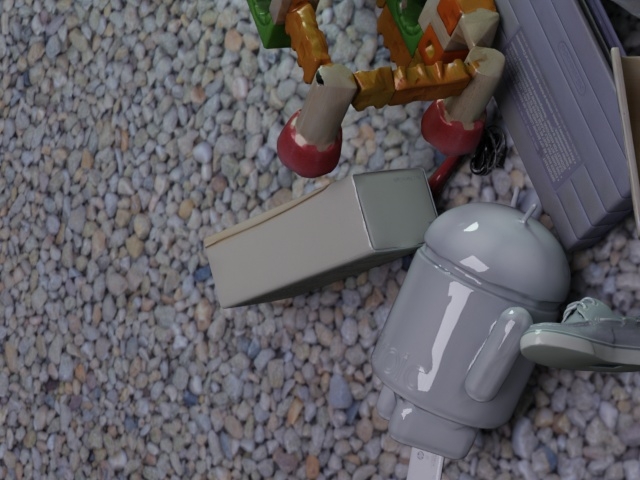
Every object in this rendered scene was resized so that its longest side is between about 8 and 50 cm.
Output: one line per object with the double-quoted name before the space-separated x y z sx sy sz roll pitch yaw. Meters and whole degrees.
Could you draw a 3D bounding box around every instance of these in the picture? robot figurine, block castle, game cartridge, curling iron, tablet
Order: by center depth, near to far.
"game cartridge" 0.311 -0.189 1.731 0.230 0.068 0.355 121 133 -60
"robot figurine" 0.194 0.101 1.758 0.353 0.199 0.300 -67 19 11
"block castle" 0.036 -0.311 1.848 0.213 0.303 0.453 115 140 -54
"tablet" 0.148 0.300 1.895 0.054 0.006 0.083 10 90 38
"curling iron" 0.158 -0.058 1.907 0.274 0.035 0.068 -45 61 24

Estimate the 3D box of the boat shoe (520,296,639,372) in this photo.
"boat shoe" 0.326 0.112 1.649 0.079 0.227 0.081 -23 64 49

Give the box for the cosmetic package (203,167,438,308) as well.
"cosmetic package" 0.000 0.000 1.913 0.309 0.160 0.113 -23 80 41

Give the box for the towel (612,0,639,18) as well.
"towel" 0.416 -0.429 1.622 0.312 0.056 0.324 27 97 -1

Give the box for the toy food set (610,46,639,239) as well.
"toy food set" 0.485 -0.125 1.542 0.092 0.306 0.220 125 139 -76
